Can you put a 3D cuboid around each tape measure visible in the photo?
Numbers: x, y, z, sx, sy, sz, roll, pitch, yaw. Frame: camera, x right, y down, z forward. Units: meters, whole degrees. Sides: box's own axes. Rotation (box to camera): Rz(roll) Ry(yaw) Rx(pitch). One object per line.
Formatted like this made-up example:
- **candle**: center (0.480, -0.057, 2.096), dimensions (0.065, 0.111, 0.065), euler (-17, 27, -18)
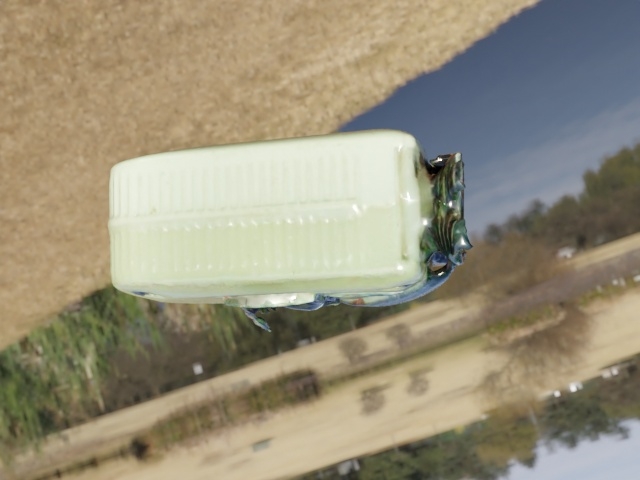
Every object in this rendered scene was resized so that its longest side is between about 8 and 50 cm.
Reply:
- **tape measure**: center (0.000, 0.000, 0.692), dimensions (0.235, 0.115, 0.207), euler (-3, 172, 18)
